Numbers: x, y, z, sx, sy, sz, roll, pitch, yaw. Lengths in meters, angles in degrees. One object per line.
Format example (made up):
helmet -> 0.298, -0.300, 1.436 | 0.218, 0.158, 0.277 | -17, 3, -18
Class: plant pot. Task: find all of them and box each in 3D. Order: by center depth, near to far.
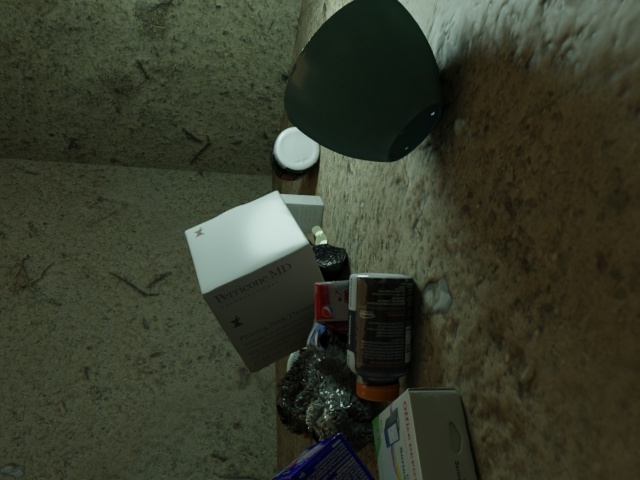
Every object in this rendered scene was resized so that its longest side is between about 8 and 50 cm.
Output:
plant pot -> 0.107, -0.258, 0.865 | 0.195, 0.290, 0.290 | 48, 151, 17

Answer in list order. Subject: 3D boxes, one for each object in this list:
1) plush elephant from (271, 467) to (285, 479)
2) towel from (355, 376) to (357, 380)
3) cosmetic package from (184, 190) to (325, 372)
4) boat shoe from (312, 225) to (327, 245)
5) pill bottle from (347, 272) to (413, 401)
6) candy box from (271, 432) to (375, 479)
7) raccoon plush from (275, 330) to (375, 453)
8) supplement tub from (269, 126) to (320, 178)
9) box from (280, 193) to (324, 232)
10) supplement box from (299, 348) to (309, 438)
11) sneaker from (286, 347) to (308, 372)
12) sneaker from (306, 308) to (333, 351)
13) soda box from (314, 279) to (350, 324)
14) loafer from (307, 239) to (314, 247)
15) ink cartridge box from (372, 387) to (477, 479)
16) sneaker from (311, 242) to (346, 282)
plush elephant -> -0.024, 0.723, 1.208 | 0.255, 0.272, 0.330 | 64, -136, -58
towel -> 0.096, 0.355, 1.339 | 0.083, 0.009, 0.060 | -108, 24, -57
cosmetic package -> -0.179, 0.128, 1.498 | 0.327, 0.329, 0.393 | 57, 170, 49
boat shoe -> 0.002, -0.001, 1.799 | 0.133, 0.049, 0.042 | -111, -2, -48
pill bottle -> 0.118, 0.190, 0.955 | 0.130, 0.130, 0.245 | 173, 100, -78
candy box -> 0.062, 0.515, 0.824 | 0.317, 0.122, 0.268 | 51, 153, 15
raccoon plush -> 0.034, 0.327, 1.202 | 0.299, 0.216, 0.446 | 144, 132, -58
supplement tub -> -0.123, -0.371, 2.101 | 0.316, 0.194, 0.193 | 171, 101, -78
box -> -0.083, -0.108, 1.909 | 0.091, 0.170, 0.130 | -108, 24, -60
supplement box -> 0.003, 0.468, 1.471 | 0.191, 0.129, 0.194 | -125, 39, -71
sneaker -> -0.078, 0.585, 1.857 | 0.127, 0.126, 0.321 | 121, 149, -56
sneaker -> 0.012, 0.215, 1.211 | 0.059, 0.053, 0.144 | 1, 75, 53
soda box -> 0.057, 0.163, 1.133 | 0.263, 0.083, 0.092 | 50, -144, -69
loafer -> -0.055, 0.065, 1.907 | 0.092, 0.102, 0.268 | -63, 24, 12
ink cartridge box -> 0.164, 0.352, 0.797 | 0.212, 0.093, 0.154 | 111, 159, -55
sneaker -> 0.032, 0.091, 1.556 | 0.283, 0.107, 0.124 | -144, 38, -77
